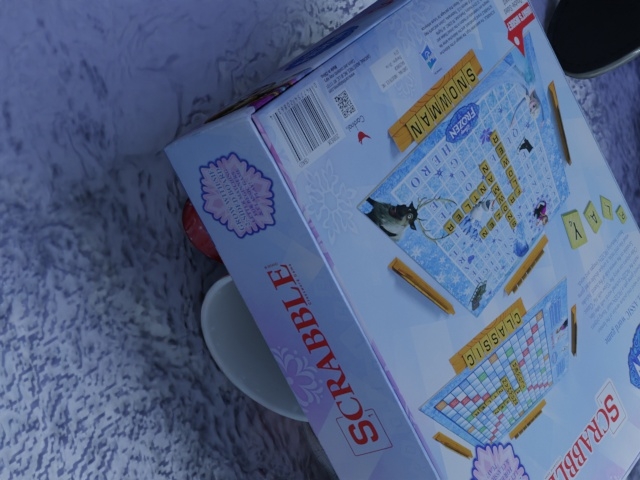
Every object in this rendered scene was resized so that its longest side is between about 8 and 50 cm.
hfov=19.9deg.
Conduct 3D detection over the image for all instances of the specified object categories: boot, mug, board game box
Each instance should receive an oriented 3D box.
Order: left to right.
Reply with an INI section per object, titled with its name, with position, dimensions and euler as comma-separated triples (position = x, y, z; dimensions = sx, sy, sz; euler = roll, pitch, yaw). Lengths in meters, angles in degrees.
[mug]
position = 0.009, 0.001, 1.112
dimensions = 0.169, 0.113, 0.150
euler = -51, 123, -43
[board game box]
position = 0.086, 0.017, 1.065
dimensions = 0.319, 0.066, 0.318
euler = -40, 106, -51
[boot]
position = 0.310, -0.165, 1.466
dimensions = 0.263, 0.091, 0.229
euler = -38, 145, -6

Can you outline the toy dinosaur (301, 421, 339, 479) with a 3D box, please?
[toy dinosaur]
position = 0.106, 0.238, 1.113
dimensions = 0.121, 0.313, 0.160
euler = -51, 149, -9
